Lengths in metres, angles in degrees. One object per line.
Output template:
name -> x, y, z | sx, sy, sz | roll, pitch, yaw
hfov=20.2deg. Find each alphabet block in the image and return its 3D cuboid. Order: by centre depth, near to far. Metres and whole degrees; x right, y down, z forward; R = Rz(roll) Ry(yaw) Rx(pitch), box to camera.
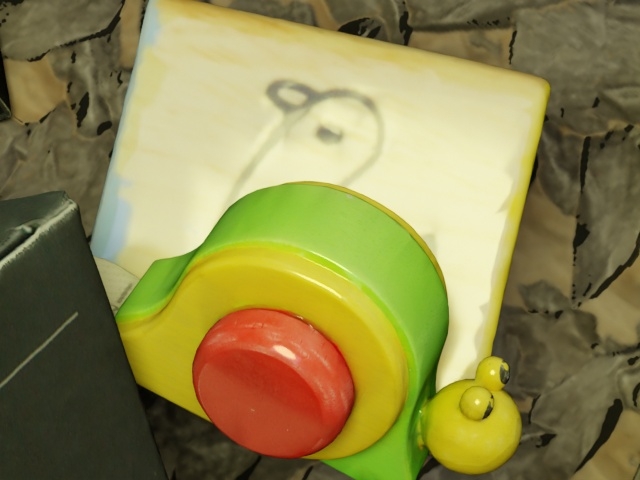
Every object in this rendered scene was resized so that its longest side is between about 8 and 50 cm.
alphabet block -> 0.000, 0.000, 0.926 | 0.197, 0.193, 0.192 | 12, 87, 6

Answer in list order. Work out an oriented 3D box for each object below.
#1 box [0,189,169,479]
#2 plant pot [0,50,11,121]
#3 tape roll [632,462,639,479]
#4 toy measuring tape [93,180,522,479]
box -> -0.189, 0.224, 0.707 | 0.212, 0.293, 0.395 | -5, 112, 25
plant pot -> -0.284, -0.166, 0.977 | 0.187, 0.188, 0.167 | -6, 72, 4
tape roll -> 0.219, 0.197, 0.862 | 0.169, 0.246, 0.246 | 20, 86, 7
toy measuring tape -> -0.059, 0.005, 0.771 | 0.330, 0.121, 0.121 | 27, 87, 6
